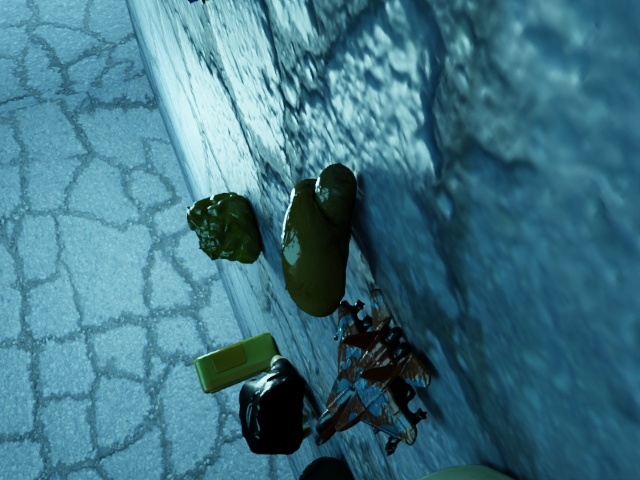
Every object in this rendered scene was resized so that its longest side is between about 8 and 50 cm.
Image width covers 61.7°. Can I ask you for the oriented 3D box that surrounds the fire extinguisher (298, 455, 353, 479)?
[{"bbox_3d":[0.002,0.467,1.003,0.311,0.095,0.115,98,-176,-59],"label":"fire extinguisher"}]

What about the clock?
[{"bbox_3d":[-0.208,0.311,1.348,0.143,0.202,0.096,123,128,-72],"label":"clock"}]

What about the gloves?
[{"bbox_3d":[-0.092,0.336,1.111,0.301,0.152,0.198,70,-156,-73],"label":"gloves"}]

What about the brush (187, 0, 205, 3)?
[{"bbox_3d":[-0.198,-0.382,0.748,0.179,0.030,0.033,61,173,34],"label":"brush"}]

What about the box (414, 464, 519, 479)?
[{"bbox_3d":[0.117,0.299,0.172,0.352,0.177,0.344,138,113,-76],"label":"box"}]

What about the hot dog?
[{"bbox_3d":[0.000,-0.001,0.439,0.090,0.060,0.141,-85,-7,-62],"label":"hot dog"}]

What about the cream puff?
[{"bbox_3d":[-0.179,-0.019,0.987,0.146,0.116,0.146,164,90,-75],"label":"cream puff"}]

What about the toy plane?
[{"bbox_3d":[0.034,0.131,0.459,0.130,0.061,0.189,60,149,33],"label":"toy plane"}]
